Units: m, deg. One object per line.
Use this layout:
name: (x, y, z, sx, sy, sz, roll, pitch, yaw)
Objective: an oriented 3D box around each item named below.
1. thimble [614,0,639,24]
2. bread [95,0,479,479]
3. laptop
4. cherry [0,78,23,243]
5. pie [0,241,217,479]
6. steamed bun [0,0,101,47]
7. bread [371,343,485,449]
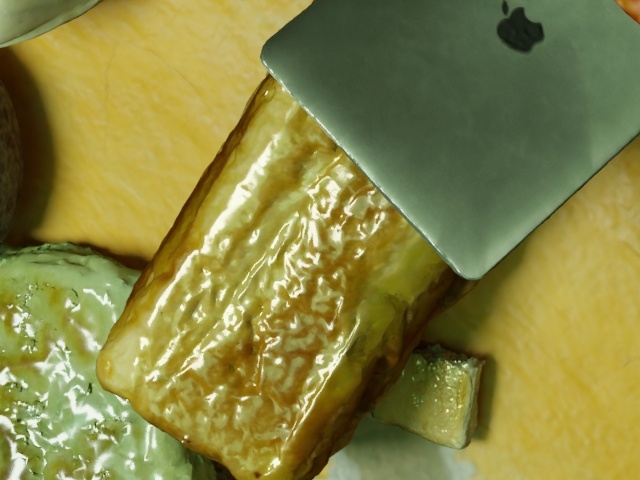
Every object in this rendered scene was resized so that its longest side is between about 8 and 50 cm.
thimble: (0.309, -0.243, 0.946, 0.350, 0.230, 0.350, 7, 107, 25)
bread: (0.003, 0.001, 1.189, 0.195, 0.149, 0.344, 35, 104, -3)
laptop: (0.117, -0.123, 1.084, 0.187, 0.269, 0.015, 47, 161, 6)
cherry: (-0.308, -0.057, 1.312, 0.195, 0.195, 0.195, 7, 108, 23)
pie: (-0.243, 0.219, 1.371, 0.418, 0.180, 0.395, -28, 90, 22)
steamed bun: (-0.254, -0.234, 1.252, 0.238, 0.170, 0.152, 58, 142, 2)
bread: (0.074, 0.106, 1.268, 0.083, 0.035, 0.070, 12, 110, 28)
